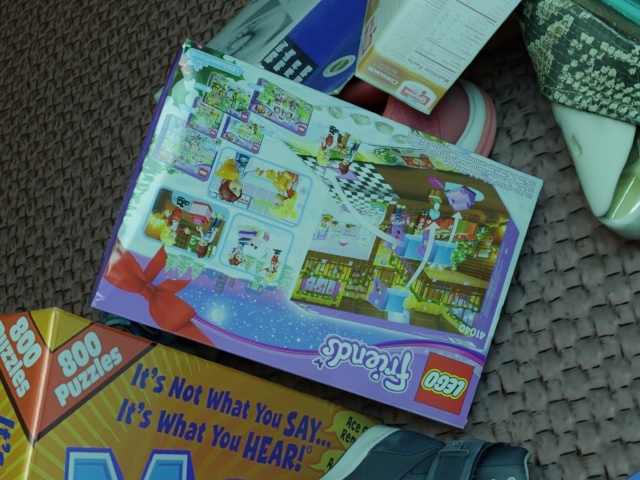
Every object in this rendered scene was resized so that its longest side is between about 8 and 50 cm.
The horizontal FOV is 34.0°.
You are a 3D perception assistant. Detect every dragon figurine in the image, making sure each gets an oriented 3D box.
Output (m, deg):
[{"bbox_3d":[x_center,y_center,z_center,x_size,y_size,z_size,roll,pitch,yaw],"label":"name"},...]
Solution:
[{"bbox_3d":[-0.160,0.061,0.930,0.144,0.289,0.085,17,92,7],"label":"dragon figurine"}]

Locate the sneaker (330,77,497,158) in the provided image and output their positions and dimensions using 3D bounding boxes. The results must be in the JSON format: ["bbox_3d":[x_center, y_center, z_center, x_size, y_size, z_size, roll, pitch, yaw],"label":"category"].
[{"bbox_3d":[-0.010,-0.069,0.908,0.313,0.136,0.116,-30,55,26],"label":"sneaker"}]

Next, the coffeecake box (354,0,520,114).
[{"bbox_3d":[0.104,-0.207,0.752,0.185,0.068,0.142,-50,20,41],"label":"coffeecake box"}]

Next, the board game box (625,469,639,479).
[{"bbox_3d":[0.266,0.216,0.463,0.233,0.078,0.347,-44,29,26],"label":"board game box"}]

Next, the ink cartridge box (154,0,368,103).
[{"bbox_3d":[-0.014,-0.194,0.933,0.224,0.045,0.223,-5,38,47],"label":"ink cartridge box"}]

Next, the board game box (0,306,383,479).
[{"bbox_3d":[-0.208,0.275,0.774,0.356,0.356,0.357,-7,68,36],"label":"board game box"}]

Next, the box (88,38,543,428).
[{"bbox_3d":[0.000,0.000,0.780,0.057,0.293,0.201,177,112,-76],"label":"box"}]

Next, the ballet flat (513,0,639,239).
[{"bbox_3d":[0.282,-0.052,0.672,0.482,0.164,0.182,31,108,40],"label":"ballet flat"}]

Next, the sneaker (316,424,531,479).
[{"bbox_3d":[0.061,0.208,0.709,0.163,0.086,0.226,3,30,35],"label":"sneaker"}]
